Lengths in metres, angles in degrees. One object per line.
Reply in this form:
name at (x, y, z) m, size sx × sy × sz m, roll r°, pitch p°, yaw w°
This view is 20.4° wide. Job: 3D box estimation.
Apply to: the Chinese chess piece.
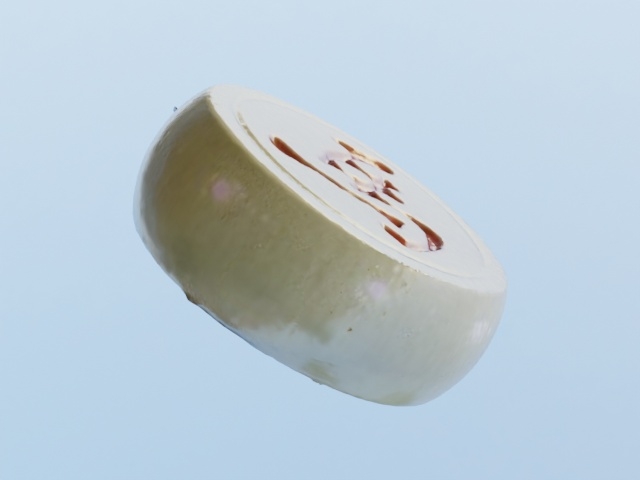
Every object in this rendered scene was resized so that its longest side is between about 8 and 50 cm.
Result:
Chinese chess piece at (0.000, 0.000, 1.206) m, size 0.102 × 0.273 × 0.273 m, roll -57°, pitch -146°, yaw 15°
